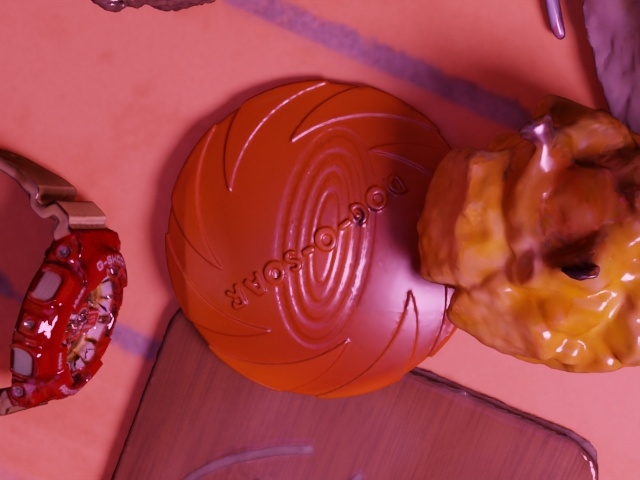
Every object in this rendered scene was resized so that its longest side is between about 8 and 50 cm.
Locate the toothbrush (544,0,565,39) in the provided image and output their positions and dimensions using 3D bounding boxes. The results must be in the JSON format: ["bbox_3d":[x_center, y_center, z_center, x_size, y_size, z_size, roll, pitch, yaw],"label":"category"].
[{"bbox_3d":[0.121,-0.210,0.839,0.019,0.013,0.193,-9,98,17],"label":"toothbrush"}]

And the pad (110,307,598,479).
[{"bbox_3d":[-0.003,0.203,0.928,0.284,0.018,0.286,22,102,4],"label":"pad"}]

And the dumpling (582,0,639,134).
[{"bbox_3d":[0.271,-0.091,0.779,0.293,0.204,0.163,35,72,18],"label":"dumpling"}]

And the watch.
[{"bbox_3d":[-0.250,0.007,0.906,0.268,0.102,0.164,29,96,12],"label":"watch"}]

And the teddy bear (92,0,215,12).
[{"bbox_3d":[-0.100,-0.221,0.817,0.140,0.177,0.190,-8,101,56],"label":"teddy bear"}]

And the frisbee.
[{"bbox_3d":[0.000,0.000,0.873,0.192,0.035,0.192,0,93,8],"label":"frisbee"}]

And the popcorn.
[{"bbox_3d":[0.137,-0.002,0.804,0.167,0.152,0.148,20,71,20],"label":"popcorn"}]
